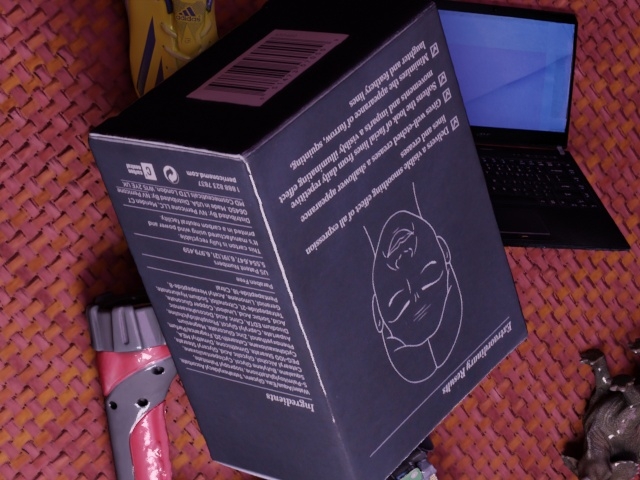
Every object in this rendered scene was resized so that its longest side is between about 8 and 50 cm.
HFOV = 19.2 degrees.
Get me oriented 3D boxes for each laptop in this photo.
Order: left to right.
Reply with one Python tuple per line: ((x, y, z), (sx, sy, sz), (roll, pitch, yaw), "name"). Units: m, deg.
((0.213, -0.125, 2.050), (0.234, 0.264, 0.136), (2, 131, -28), "laptop")

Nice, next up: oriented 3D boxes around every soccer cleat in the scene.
((-0.139, -0.205, 1.864), (0.093, 0.121, 0.289), (-22, 106, -25), "soccer cleat")

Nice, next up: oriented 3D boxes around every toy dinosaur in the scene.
((0.386, 0.203, 2.211), (0.313, 0.121, 0.160), (-22, 117, -29), "toy dinosaur")

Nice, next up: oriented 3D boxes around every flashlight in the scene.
((-0.164, 0.201, 1.908), (0.103, 0.103, 0.304), (-13, 101, -22), "flashlight")

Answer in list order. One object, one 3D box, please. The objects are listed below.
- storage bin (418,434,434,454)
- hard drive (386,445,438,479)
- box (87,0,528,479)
((0.036, 0.212, 2.029), (0.135, 0.098, 0.091), (26, 111, -28), "storage bin")
((-0.005, 0.380, 1.980), (0.339, 0.064, 0.237), (-34, 134, -15), "hard drive")
((0.000, 0.000, 1.832), (0.293, 0.212, 0.395), (-41, 125, -36), "box")
